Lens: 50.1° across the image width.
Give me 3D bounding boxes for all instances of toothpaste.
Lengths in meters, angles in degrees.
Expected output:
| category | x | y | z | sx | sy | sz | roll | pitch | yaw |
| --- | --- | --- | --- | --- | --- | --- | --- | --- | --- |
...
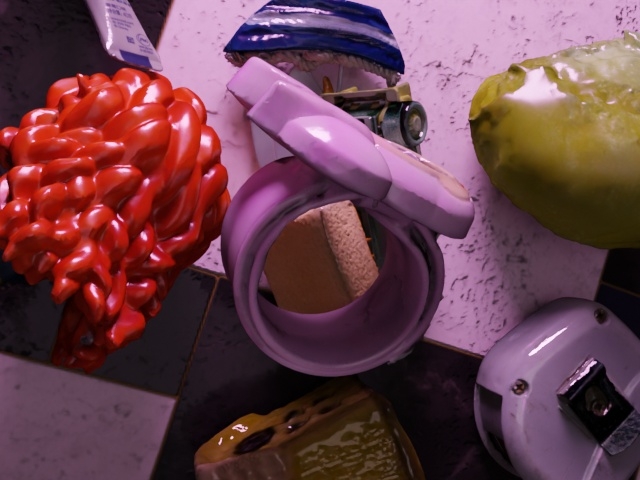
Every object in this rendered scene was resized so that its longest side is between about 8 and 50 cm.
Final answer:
| category | x | y | z | sx | sy | sz | roll | pitch | yaw |
| --- | --- | --- | --- | --- | --- | --- | --- | --- | --- |
| toothpaste | -0.221 | -0.248 | 0.694 | 0.062 | 0.037 | 0.216 | -1 | 51 | -46 |

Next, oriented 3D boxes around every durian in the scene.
| category | x | y | z | sx | sy | sz | roll | pitch | yaw |
| --- | --- | --- | --- | --- | --- | --- | --- | --- | --- |
| durian | 0.344 | -0.111 | 0.837 | 0.340 | 0.204 | 0.255 | -10 | 80 | -6 |

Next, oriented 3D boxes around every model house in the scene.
| category | x | y | z | sx | sy | sz | roll | pitch | yaw |
| --- | --- | --- | --- | --- | --- | --- | --- | --- | --- |
| model house | -0.018 | 0.281 | 0.749 | 0.234 | 0.175 | 0.193 | -22 | 98 | -17 |

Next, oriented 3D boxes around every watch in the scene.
| category | x | y | z | sx | sy | sz | roll | pitch | yaw |
| --- | --- | --- | --- | --- | --- | --- | --- | --- | --- |
| watch | 0.000 | 0.000 | 0.602 | 0.249 | 0.211 | 0.217 | 26 | 102 | -24 |

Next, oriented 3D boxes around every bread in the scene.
| category | x | y | z | sx | sy | sz | roll | pitch | yaw |
| --- | --- | --- | --- | --- | --- | --- | --- | --- | --- |
| bread | 0.004 | 0.048 | 0.767 | 0.068 | 0.126 | 0.188 | -33 | 107 | -44 |

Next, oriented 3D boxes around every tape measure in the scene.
| category | x | y | z | sx | sy | sz | roll | pitch | yaw |
| --- | --- | --- | --- | --- | --- | --- | --- | --- | --- |
| tape measure | 0.320 | 0.215 | 0.865 | 0.246 | 0.125 | 0.243 | 45 | 80 | -13 |

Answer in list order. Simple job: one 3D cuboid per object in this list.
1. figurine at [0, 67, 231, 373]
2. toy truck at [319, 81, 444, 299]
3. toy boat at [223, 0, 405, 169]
| category | x | y | z | sx | sy | sz | roll | pitch | yaw |
| --- | --- | --- | --- | --- | --- | --- | --- | --- | --- |
| figurine | -0.287 | -0.011 | 0.629 | 0.412 | 0.306 | 0.241 | -12 | 124 | -2 |
| toy truck | 0.089 | -0.049 | 0.784 | 0.135 | 0.128 | 0.259 | -28 | 115 | -47 |
| toy boat | -0.013 | -0.134 | 0.810 | 0.221 | 0.067 | 0.290 | 4 | 104 | -19 |
